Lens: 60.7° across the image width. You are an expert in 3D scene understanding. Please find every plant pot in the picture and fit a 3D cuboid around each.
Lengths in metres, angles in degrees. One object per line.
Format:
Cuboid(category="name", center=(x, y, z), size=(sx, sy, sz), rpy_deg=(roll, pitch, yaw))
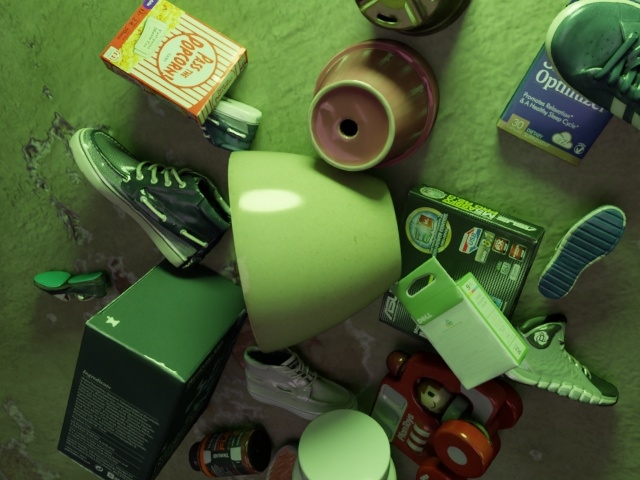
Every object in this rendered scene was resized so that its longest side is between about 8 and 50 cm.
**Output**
Cuboid(category="plant pot", center=(0.069, -0.193, 0.828), size=(0.201, 0.180, 0.201), rpy_deg=(8, 117, 16))
Cuboid(category="plant pot", center=(0.122, -0.356, 0.737), size=(0.166, 0.165, 0.167), rpy_deg=(8, 116, 16))

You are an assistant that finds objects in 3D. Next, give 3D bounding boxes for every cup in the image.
Cuboid(category="cup", center=(0.000, 0.000, 0.899), size=(0.236, 0.331, 0.331), rpy_deg=(-10, 113, 0))

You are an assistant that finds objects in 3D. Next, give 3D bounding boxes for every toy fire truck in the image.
Cuboid(category="toy fire truck", center=(0.216, 0.335, 1.041), size=(0.254, 0.169, 0.302), rpy_deg=(32, 133, 26))

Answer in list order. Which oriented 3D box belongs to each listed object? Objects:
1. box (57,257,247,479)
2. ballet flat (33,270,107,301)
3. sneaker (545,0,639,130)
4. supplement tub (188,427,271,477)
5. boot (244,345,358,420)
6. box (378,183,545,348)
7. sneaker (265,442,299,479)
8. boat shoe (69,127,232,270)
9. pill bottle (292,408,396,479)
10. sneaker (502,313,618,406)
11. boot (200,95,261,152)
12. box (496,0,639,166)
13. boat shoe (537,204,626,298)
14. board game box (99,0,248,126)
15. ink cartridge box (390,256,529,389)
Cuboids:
Cuboid(category="box", center=(-0.342, 0.276, 1.147), size=(0.212, 0.293, 0.396), rpy_deg=(29, 122, 5))
Cuboid(category="ballet flat", center=(-0.588, 0.113, 1.293), size=(0.203, 0.074, 0.074), rpy_deg=(-2, 114, 19))
Cuboid(category="sneaker", center=(0.444, -0.178, 0.678), size=(0.350, 0.148, 0.131), rpy_deg=(28, 121, -7))
Cuboid(category="supplement tub", center=(-0.225, 0.518, 1.330), size=(0.197, 0.106, 0.106), rpy_deg=(-17, 108, 26))
Cuboid(category="boot", center=(-0.049, 0.296, 1.159), size=(0.258, 0.095, 0.123), rpy_deg=(6, 123, 19))
Cuboid(category="box", center=(0.228, 0.065, 0.935), size=(0.216, 0.060, 0.270), rpy_deg=(25, 122, 25))
Cuboid(category="sneaker", center=(-0.060, 0.624, 1.332), size=(0.108, 0.121, 0.302), rpy_deg=(15, 102, 38))
Cuboid(category="boat shoe", center=(-0.310, -0.112, 1.058), size=(0.158, 0.127, 0.340), rpy_deg=(-35, 107, 24))
Cuboid(category="pill bottle", center=(0.048, 0.520, 1.124), size=(0.210, 0.210, 0.363), rpy_deg=(11, 132, 16))
Cuboid(category="sneaker", center=(0.425, 0.198, 0.945), size=(0.228, 0.086, 0.132), rpy_deg=(16, 93, -8))
Cuboid(category="boot", center=(-0.204, -0.222, 0.981), size=(0.190, 0.069, 0.086), rpy_deg=(25, 115, 7))
Cuboid(category="box", center=(0.369, -0.234, 0.780), size=(0.136, 0.036, 0.225), rpy_deg=(28, 120, 6))
Cuboid(category="boat shoe", center=(0.405, 0.009, 0.864), size=(0.066, 0.066, 0.183), rpy_deg=(33, 127, 6))
Cuboid(category="board game box", center=(-0.242, -0.305, 0.921), size=(0.193, 0.045, 0.147), rpy_deg=(31, 78, 3))
Cuboid(category="ink cartridge box", center=(0.222, 0.125, 0.885), size=(0.209, 0.062, 0.109), rpy_deg=(53, 130, 6))
